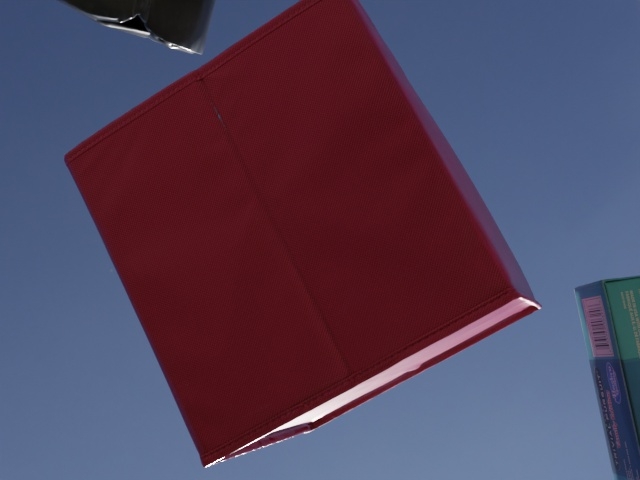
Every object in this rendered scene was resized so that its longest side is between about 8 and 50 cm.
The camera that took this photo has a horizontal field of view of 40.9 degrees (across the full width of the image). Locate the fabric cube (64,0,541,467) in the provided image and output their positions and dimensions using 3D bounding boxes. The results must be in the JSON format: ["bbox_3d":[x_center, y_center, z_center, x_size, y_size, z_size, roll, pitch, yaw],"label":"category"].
[{"bbox_3d":[0.000,0.000,0.707,0.259,0.254,0.258,-30,-103,11],"label":"fabric cube"}]

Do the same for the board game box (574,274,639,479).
[{"bbox_3d":[0.434,0.138,0.802,0.336,0.079,0.253,-9,-97,-5],"label":"board game box"}]

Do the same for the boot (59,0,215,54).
[{"bbox_3d":[-0.102,-0.438,1.036,0.367,0.146,0.445,15,-89,-28],"label":"boot"}]
